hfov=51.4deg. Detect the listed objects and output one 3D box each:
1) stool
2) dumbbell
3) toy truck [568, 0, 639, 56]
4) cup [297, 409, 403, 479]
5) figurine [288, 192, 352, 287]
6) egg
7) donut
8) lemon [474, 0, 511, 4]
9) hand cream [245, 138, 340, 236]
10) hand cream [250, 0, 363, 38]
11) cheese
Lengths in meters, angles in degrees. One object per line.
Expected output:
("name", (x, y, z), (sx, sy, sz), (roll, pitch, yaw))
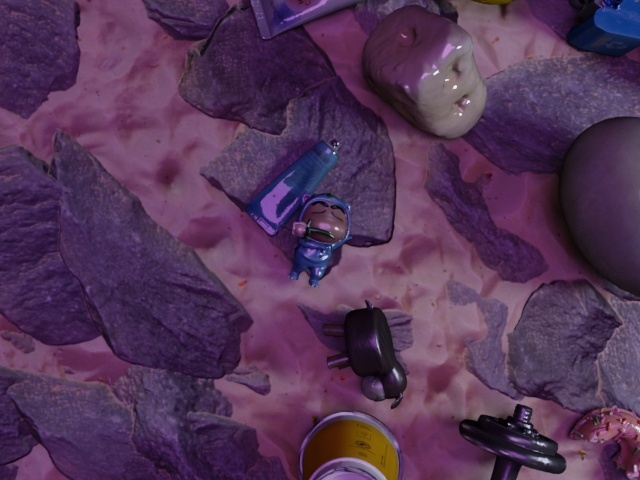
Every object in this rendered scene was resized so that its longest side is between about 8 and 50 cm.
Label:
("stool", (0.085, 0.216, 1.236), (0.121, 0.125, 0.217), (-15, 105, 15))
("dumbbell", (0.320, 0.432, 1.181), (0.192, 0.192, 0.289), (18, 86, 0))
("toy truck", (0.630, -0.528, 1.292), (0.175, 0.146, 0.367), (38, 88, -4))
("cup", (0.049, 0.410, 1.137), (0.197, 0.280, 0.196), (0, 89, 4))
("figurine", (-0.004, -0.001, 1.240), (0.114, 0.144, 0.178), (18, 97, 4))
("egg", (0.578, -0.056, 1.194), (0.259, 0.258, 0.352), (-25, 87, -3))
("donut", (0.570, 0.373, 1.253), (0.166, 0.065, 0.117), (33, 86, 0))
("lemon", (0.311, -0.588, 1.242), (0.245, 0.245, 0.320), (-41, 82, -4))
("hand cream", (-0.044, -0.112, 1.298), (0.224, 0.048, 0.083), (-44, 87, 2))
("hand cream", (0.027, -0.508, 1.318), (0.341, 0.078, 0.124), (-17, 87, 2))
("cheese", (0.193, -0.319, 1.270), (0.173, 0.251, 0.248), (-46, 51, 8))
